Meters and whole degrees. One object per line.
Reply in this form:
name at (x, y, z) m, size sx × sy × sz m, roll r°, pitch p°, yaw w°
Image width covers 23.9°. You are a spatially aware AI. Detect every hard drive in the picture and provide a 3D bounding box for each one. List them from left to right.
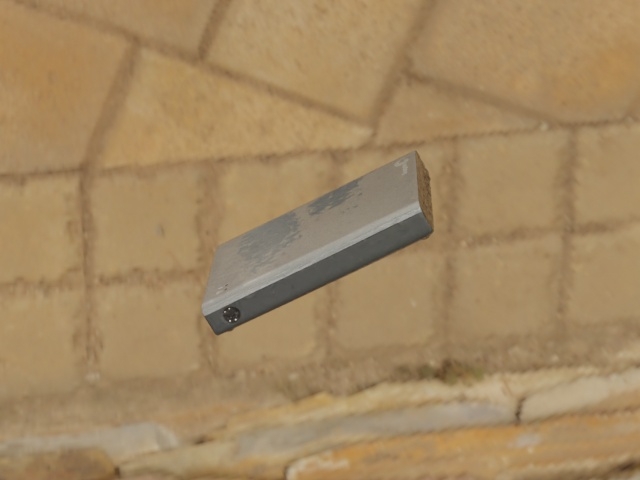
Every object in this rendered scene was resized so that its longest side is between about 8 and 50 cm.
hard drive at (0.000, 0.000, 0.856) m, size 0.135 × 0.094 × 0.022 m, roll -25°, pitch 109°, yaw 12°
